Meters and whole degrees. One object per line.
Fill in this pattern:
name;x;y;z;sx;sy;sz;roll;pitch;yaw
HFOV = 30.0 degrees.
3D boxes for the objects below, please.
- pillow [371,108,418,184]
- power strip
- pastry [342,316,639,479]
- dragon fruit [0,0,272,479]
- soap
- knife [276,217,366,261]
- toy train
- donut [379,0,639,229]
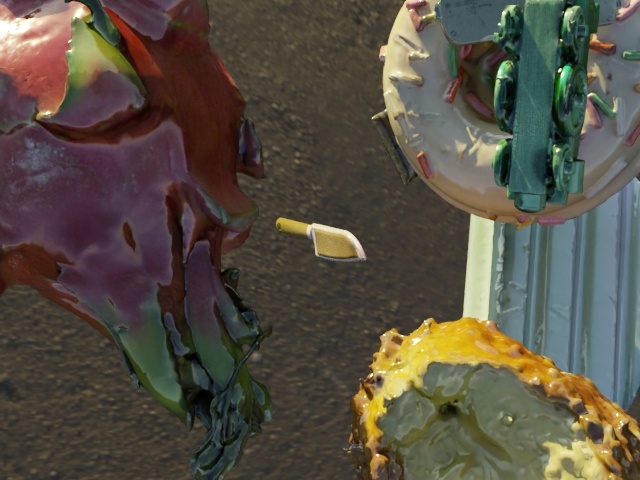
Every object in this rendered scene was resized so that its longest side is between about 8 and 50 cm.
pillow;0.171;-0.176;1.680;0.203;0.038;0.113;-34;110;-17
power strip;0.239;-0.269;1.342;0.227;0.029;0.080;-7;92;0
pastry;0.219;0.278;1.373;0.405;0.337;0.292;34;87;22
dragon fruit;-0.088;-0.014;0.469;0.137;0.135;0.236;-12;85;6
soap;0.346;0.069;1.725;0.261;0.156;0.446;13;67;-16
knife;0.001;0.000;1.615;0.022;0.256;0.046;-9;101;-25
toy train;0.178;-0.111;0.942;0.071;0.104;0.178;7;97;24
donut;0.247;-0.202;1.463;0.383;0.142;0.382;0;91;24
